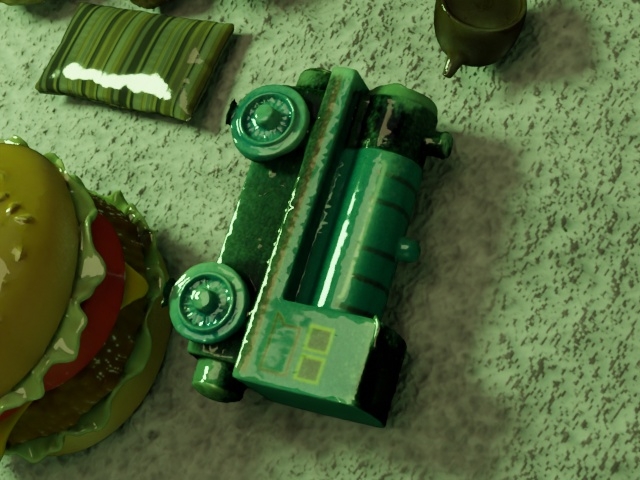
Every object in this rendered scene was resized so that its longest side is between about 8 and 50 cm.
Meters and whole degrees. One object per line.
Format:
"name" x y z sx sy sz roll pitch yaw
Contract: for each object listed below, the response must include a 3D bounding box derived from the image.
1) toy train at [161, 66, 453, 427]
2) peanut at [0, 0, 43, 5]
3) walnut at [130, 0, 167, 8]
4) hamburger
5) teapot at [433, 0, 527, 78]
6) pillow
"toy train" 0.000 0.000 1.049 0.194 0.120 0.298 11 74 24
"peanut" -0.314 -0.321 1.358 0.159 0.109 0.140 -21 49 32
"walnut" -0.177 -0.282 1.282 0.083 0.079 0.096 -11 64 22
"hamburger" -0.279 0.046 1.113 0.275 0.212 0.274 -11 64 23
"teapot" 0.135 -0.188 1.087 0.076 0.068 0.121 27 60 11
"pillow" -0.185 -0.179 1.268 0.203 0.038 0.113 15 73 31
